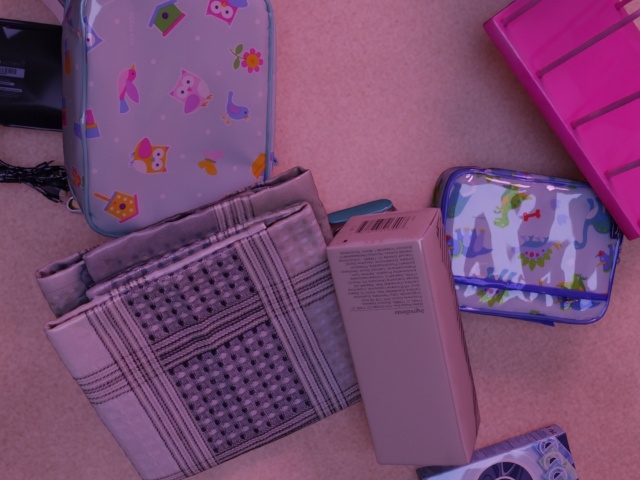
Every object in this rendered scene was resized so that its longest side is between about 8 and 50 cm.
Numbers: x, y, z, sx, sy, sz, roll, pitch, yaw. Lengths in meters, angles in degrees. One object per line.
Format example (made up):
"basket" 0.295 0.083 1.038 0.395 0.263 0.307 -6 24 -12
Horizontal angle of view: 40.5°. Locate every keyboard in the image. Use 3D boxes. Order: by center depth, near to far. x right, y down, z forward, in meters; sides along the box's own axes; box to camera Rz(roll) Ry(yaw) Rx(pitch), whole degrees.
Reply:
"keyboard" -0.362 -0.149 0.972 0.317 0.033 0.201 6 86 -5

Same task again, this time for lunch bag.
"lunch bag" -0.153 -0.140 0.915 0.224 0.108 0.279 -7 114 -26
"lunch bag" 0.235 0.008 1.012 0.219 0.090 0.176 9 96 -5

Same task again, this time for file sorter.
"file sorter" 0.365 -0.190 0.924 0.202 0.182 0.291 -40 97 -31

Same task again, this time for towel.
"towel" -0.108 0.109 0.945 0.312 0.056 0.324 -22 120 -4

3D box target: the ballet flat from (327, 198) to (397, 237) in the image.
"ballet flat" 0.000 0.000 1.003 0.188 0.070 0.070 -9 95 -1

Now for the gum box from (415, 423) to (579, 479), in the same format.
"gum box" 0.227 0.328 1.055 0.184 0.041 0.157 -18 95 -3

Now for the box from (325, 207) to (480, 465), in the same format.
"box" 0.097 0.109 0.955 0.113 0.094 0.275 -4 112 22

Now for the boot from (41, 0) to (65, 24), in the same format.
"boot" -0.266 -0.290 0.962 0.086 0.069 0.190 -25 76 -41

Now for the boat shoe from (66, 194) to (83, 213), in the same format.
"boat shoe" -0.242 -0.055 0.988 0.100 0.035 0.035 -18 96 -3
